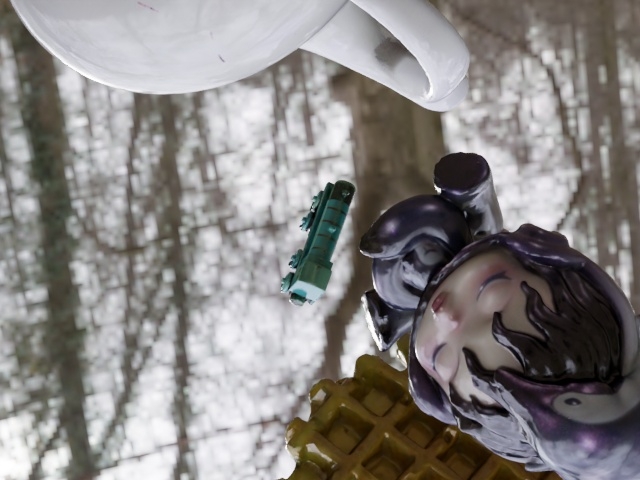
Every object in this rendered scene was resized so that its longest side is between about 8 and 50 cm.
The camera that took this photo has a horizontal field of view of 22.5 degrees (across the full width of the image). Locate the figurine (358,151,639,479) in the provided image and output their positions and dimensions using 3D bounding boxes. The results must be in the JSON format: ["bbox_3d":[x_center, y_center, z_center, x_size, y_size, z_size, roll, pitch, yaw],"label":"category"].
[{"bbox_3d":[0.122,0.065,0.967,0.145,0.145,0.222,-16,-134,-23],"label":"figurine"}]

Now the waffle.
[{"bbox_3d":[0.102,0.159,1.179,0.229,0.057,0.219,40,-119,14],"label":"waffle"}]

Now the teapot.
[{"bbox_3d":[-0.053,-0.156,0.793,0.204,0.139,0.298,-46,-123,-8],"label":"teapot"}]

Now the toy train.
[{"bbox_3d":[0.000,0.000,1.057,0.029,0.092,0.045,25,156,-10],"label":"toy train"}]
